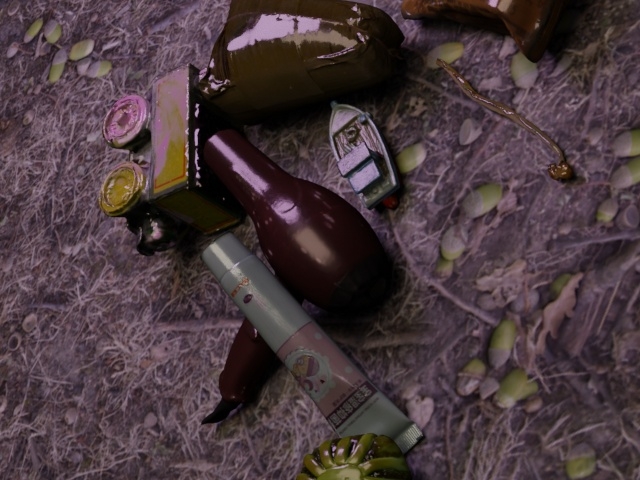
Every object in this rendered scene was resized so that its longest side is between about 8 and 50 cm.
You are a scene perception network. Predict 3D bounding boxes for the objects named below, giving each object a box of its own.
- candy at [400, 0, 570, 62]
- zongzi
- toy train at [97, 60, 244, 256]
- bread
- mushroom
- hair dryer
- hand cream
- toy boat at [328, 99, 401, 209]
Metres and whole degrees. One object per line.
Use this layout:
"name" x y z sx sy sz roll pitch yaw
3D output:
"candy" 0.202 -0.312 1.793 0.271 0.101 0.143 30 95 51
"zongzi" -0.012 -0.312 1.951 0.274 0.145 0.300 -12 54 32
"toy train" -0.201 -0.110 2.003 0.177 0.134 0.260 -21 56 31
"bread" 0.034 0.278 1.624 0.139 0.071 0.130 -22 70 22
"mushroom" 0.217 -0.151 1.747 0.286 0.028 0.026 52 147 44
"hair dryer" -0.090 0.067 1.826 0.312 0.123 0.340 39 107 32
"hand cream" -0.016 0.125 1.697 0.085 0.058 0.331 -44 78 13
"toy boat" 0.050 -0.111 1.839 0.069 0.059 0.173 -38 48 20
